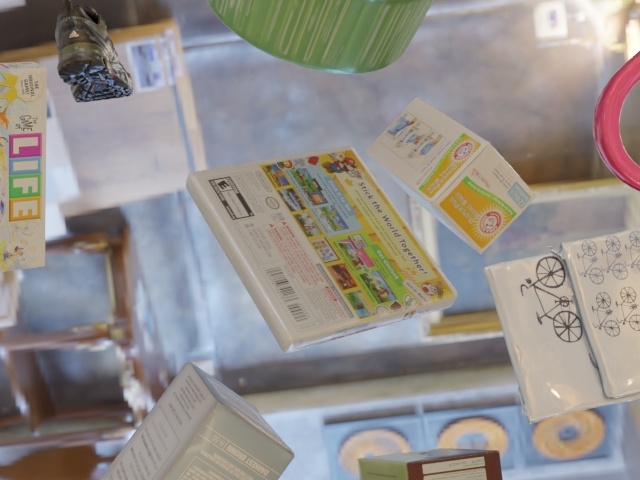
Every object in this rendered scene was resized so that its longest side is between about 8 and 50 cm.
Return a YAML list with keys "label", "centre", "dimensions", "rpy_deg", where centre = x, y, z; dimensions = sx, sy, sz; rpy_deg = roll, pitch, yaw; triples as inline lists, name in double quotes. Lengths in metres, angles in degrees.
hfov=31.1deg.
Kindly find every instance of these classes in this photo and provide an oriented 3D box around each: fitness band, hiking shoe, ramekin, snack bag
- label: "fitness band"
  centre: [0.510, -0.186, 1.574]
  dimensions: [0.209, 0.291, 0.054]
  rpy_deg: [50, -5, -4]
- label: "hiking shoe"
  centre: [-0.298, -0.251, 1.513]
  dimensions: [0.227, 0.086, 0.114]
  rpy_deg: [127, -44, -84]
- label: "ramekin"
  centre: [0.002, -0.335, 1.380]
  dimensions: [0.303, 0.303, 0.148]
  rpy_deg: [-96, -158, -47]
- label: "snack bag"
  centre: [0.494, 0.152, 2.142]
  dimensions: [0.037, 0.342, 0.323]
  rpy_deg: [113, -34, -69]

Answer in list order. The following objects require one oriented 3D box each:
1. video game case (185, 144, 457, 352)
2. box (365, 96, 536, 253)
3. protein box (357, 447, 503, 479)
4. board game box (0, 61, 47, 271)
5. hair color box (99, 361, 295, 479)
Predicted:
- label: "video game case"
  centre: [0.000, 0.000, 1.176]
  dimensions: [0.227, 0.206, 0.026]
  rpy_deg: [56, -37, 30]
- label: "box"
  centre: [0.164, -0.086, 1.470]
  dimensions: [0.114, 0.103, 0.203]
  rpy_deg: [42, 2, -31]
- label: "protein box"
  centre: [0.153, 0.389, 1.546]
  dimensions: [0.200, 0.136, 0.201]
  rpy_deg: [152, -66, -71]
- label: "board game box"
  centre: [-0.253, -0.050, 0.834]
  dimensions: [0.026, 0.103, 0.154]
  rpy_deg: [27, -62, 49]
- label: "hair color box"
  centre: [-0.201, 0.335, 1.284]
  dimensions: [0.113, 0.374, 0.185]
  rpy_deg: [38, -4, -18]
